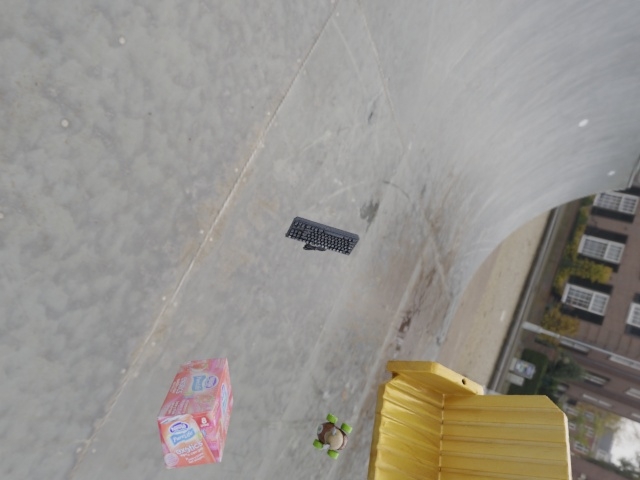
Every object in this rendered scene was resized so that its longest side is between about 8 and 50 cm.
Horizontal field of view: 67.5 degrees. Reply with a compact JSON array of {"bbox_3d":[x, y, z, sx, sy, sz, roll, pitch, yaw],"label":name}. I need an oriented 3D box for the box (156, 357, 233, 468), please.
[{"bbox_3d":[-0.334,0.460,1.319,0.300,0.142,0.153,-110,-166,-78],"label":"box"}]

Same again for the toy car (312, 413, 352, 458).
[{"bbox_3d":[0.043,0.863,2.102,0.155,0.149,0.188,-60,162,-12],"label":"toy car"}]

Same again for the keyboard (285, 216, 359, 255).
[{"bbox_3d":[0.000,0.000,1.243,0.108,0.180,0.023,123,-21,-47],"label":"keyboard"}]

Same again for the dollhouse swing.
[{"bbox_3d":[0.333,0.462,1.065,0.315,0.305,0.346,32,55,-28],"label":"dollhouse swing"}]
